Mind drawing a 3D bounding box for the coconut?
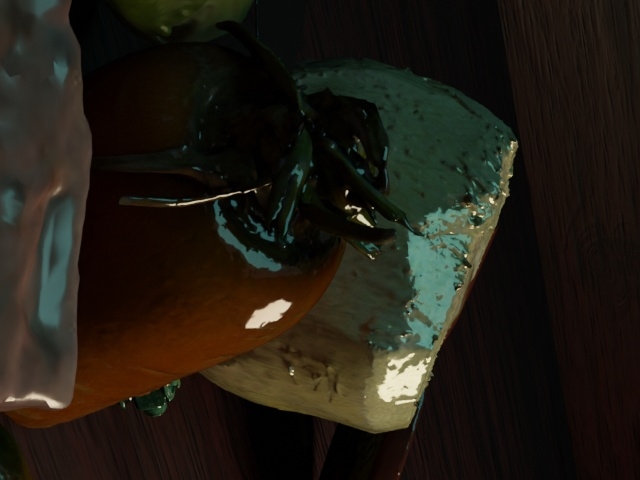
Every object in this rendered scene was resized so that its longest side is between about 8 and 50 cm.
[{"bbox_3d":[0.000,0.000,1.256,0.297,0.254,0.297,24,90,-83],"label":"coconut"}]

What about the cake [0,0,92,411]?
[{"bbox_3d":[-0.240,-0.068,0.442,0.307,0.293,0.314,7,85,-71],"label":"cake"}]

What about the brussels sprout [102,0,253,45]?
[{"bbox_3d":[-0.107,-0.263,1.082,0.219,0.210,0.271,-112,-171,-47],"label":"brussels sprout"}]

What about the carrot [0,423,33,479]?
[{"bbox_3d":[-0.193,0.178,0.885,0.087,0.087,0.193,-76,166,-47],"label":"carrot"}]

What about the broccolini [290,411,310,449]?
[{"bbox_3d":[-0.037,0.109,1.516,0.044,0.042,0.218,-71,157,-56],"label":"broccolini"}]

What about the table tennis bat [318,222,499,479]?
[{"bbox_3d":[0.066,0.148,1.465,0.268,0.051,0.414,-84,-165,-64],"label":"table tennis bat"}]

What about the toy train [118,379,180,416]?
[{"bbox_3d":[-0.136,0.068,1.161,0.081,0.050,0.122,-91,170,-59],"label":"toy train"}]

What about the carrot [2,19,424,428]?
[{"bbox_3d":[-0.097,-0.019,0.952,0.214,0.331,0.193,46,38,-36],"label":"carrot"}]

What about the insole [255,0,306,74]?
[{"bbox_3d":[-0.019,-0.210,1.008,0.080,0.003,0.232,26,70,-66],"label":"insole"}]
